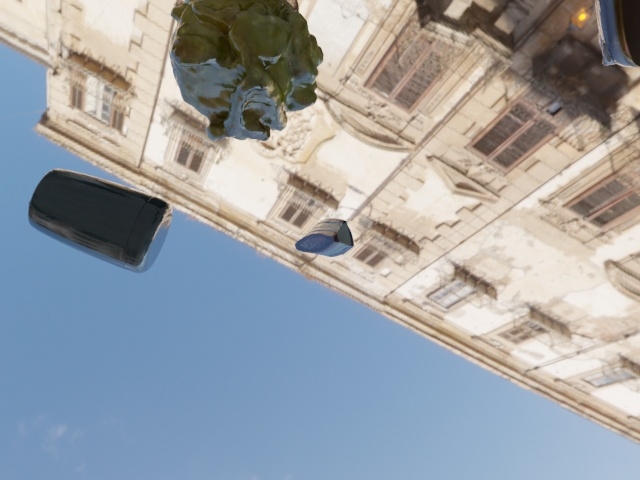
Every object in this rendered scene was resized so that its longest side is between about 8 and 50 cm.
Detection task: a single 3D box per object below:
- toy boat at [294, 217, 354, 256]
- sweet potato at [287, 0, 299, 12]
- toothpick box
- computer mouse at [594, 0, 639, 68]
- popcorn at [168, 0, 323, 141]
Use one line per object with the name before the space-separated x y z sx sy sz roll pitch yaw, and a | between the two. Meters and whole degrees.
toy boat | 0.000 0.000 1.006 0.045 0.229 0.080 -21 -85 -24
sweet potato | -0.102 -0.565 1.106 0.095 0.354 0.106 -5 -99 2
toothpick box | -0.330 -0.034 0.736 0.184 0.120 0.120 21 -126 -7
computer mouse | 0.351 -0.304 0.534 0.310 0.071 0.158 -53 -52 -39
popcorn | -0.135 -0.336 0.911 0.312 0.312 0.313 13 -123 -22
